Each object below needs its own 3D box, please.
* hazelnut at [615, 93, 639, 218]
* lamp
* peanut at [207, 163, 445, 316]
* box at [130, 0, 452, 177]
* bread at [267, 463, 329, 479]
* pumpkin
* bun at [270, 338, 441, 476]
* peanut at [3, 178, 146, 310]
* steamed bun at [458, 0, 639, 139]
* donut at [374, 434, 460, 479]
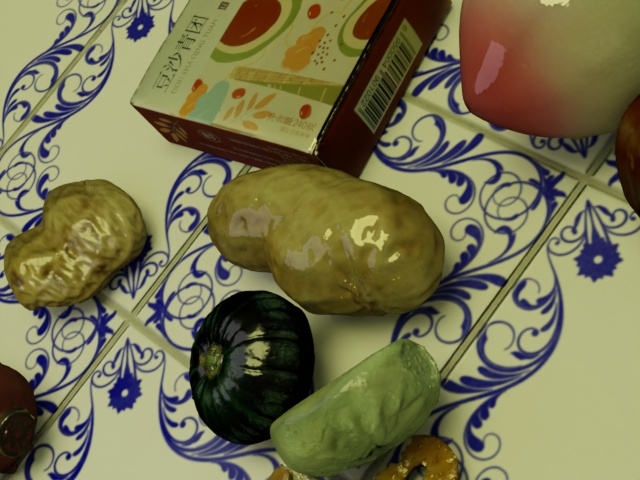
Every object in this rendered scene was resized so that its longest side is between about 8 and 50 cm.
[{"bbox_3d":[0.454,-0.076,1.467,0.251,0.217,0.217,41,86,25],"label":"hazelnut"},{"bbox_3d":[-0.522,0.253,1.866,0.258,0.180,0.180,14,70,37],"label":"lamp"},{"bbox_3d":[0.000,0.000,1.707,0.387,0.169,0.192,19,72,41],"label":"peanut"},{"bbox_3d":[-0.048,-0.284,1.935,0.385,0.122,0.344,18,73,37],"label":"box"},{"bbox_3d":[-0.026,0.335,1.569,0.125,0.082,0.106,19,66,34],"label":"bread"},{"bbox_3d":[-0.094,0.163,1.660,0.202,0.140,0.202,-24,58,46],"label":"pumpkin"},{"bbox_3d":[0.047,0.212,1.535,0.221,0.221,0.108,-33,82,9],"label":"bun"},{"bbox_3d":[-0.382,0.008,1.963,0.233,0.110,0.197,-49,55,-3],"label":"peanut"},{"bbox_3d":[0.293,-0.253,1.596,0.309,0.309,0.309,-15,55,23],"label":"steamed bun"},{"bbox_3d":[0.122,0.292,1.534,0.108,0.043,0.097,-41,49,1],"label":"donut"}]
